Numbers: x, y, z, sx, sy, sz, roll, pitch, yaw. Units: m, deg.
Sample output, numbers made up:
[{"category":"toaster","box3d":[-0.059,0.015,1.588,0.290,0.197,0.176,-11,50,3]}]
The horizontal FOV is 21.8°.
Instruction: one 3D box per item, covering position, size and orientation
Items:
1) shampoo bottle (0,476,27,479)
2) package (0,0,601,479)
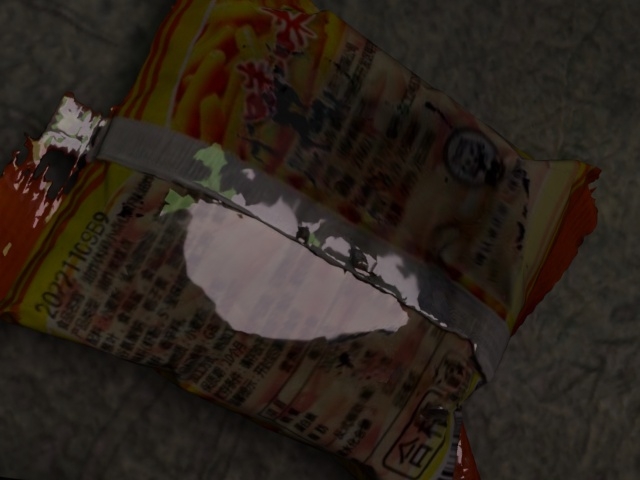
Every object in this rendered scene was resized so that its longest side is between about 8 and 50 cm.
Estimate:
[{"category":"shampoo bottle","box3d":[-0.139,0.227,0.708,0.079,0.080,0.246,12,82,-22]},{"category":"package","box3d":[0.002,-0.006,0.773,0.288,0.108,0.223,30,74,-17]}]
